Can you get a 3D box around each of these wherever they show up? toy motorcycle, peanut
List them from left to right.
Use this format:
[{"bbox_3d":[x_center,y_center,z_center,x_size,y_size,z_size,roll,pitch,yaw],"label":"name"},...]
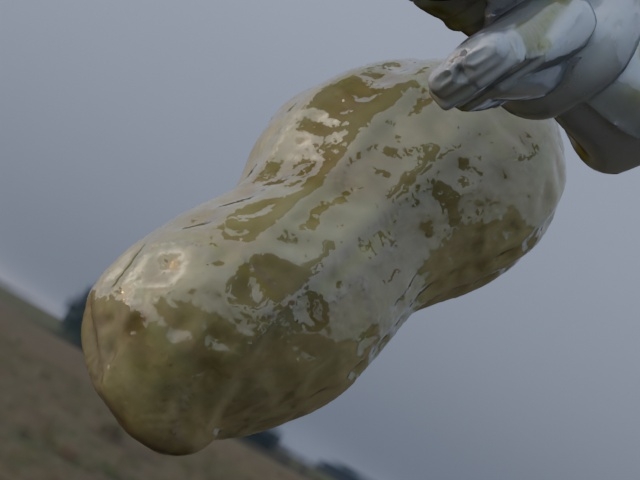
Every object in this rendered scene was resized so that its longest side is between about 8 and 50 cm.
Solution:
[{"bbox_3d":[0.000,0.000,0.866,0.123,0.257,0.123,37,-36,32],"label":"peanut"},{"bbox_3d":[0.082,-0.082,0.644,0.151,0.074,0.229,61,28,4],"label":"toy motorcycle"}]
